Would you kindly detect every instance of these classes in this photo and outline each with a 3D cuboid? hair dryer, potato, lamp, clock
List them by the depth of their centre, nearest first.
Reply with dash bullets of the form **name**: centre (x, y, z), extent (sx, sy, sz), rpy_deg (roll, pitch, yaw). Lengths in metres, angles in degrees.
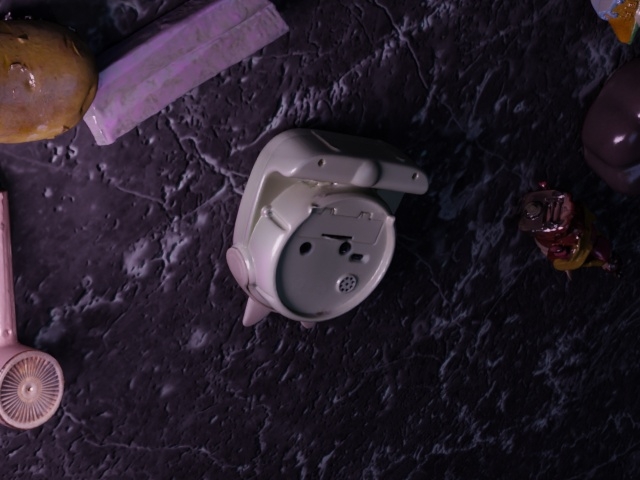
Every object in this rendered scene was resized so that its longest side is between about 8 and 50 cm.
- **potato**: centre (-0.361, -0.182, 1.582), extent (0.200, 0.081, 0.164), rpy_deg (-13, 119, -15)
- **hair dryer**: centre (-0.422, 0.058, 1.707), extent (0.107, 0.189, 0.344), rpy_deg (-7, 101, -41)
- **clock**: centre (0.000, 0.000, 1.979), extent (0.265, 0.108, 0.324), rpy_deg (4, 117, -38)
- **clock**: centre (0.501, -0.415, 2.072), extent (0.144, 0.103, 0.231), rpy_deg (-4, 120, -25)
- **lamp**: centre (0.434, -0.001, 2.302), extent (0.118, 0.118, 0.253), rpy_deg (-50, 138, 3)

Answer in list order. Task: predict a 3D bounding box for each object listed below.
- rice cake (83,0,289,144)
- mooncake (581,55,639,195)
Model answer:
- **rice cake**: centre (-0.185, -0.242, 1.721), extent (0.298, 0.050, 0.106), rpy_deg (-34, 133, -12)
- **mooncake**: centre (0.561, -0.192, 2.253), extent (0.245, 0.133, 0.245), rpy_deg (-16, 131, -19)
